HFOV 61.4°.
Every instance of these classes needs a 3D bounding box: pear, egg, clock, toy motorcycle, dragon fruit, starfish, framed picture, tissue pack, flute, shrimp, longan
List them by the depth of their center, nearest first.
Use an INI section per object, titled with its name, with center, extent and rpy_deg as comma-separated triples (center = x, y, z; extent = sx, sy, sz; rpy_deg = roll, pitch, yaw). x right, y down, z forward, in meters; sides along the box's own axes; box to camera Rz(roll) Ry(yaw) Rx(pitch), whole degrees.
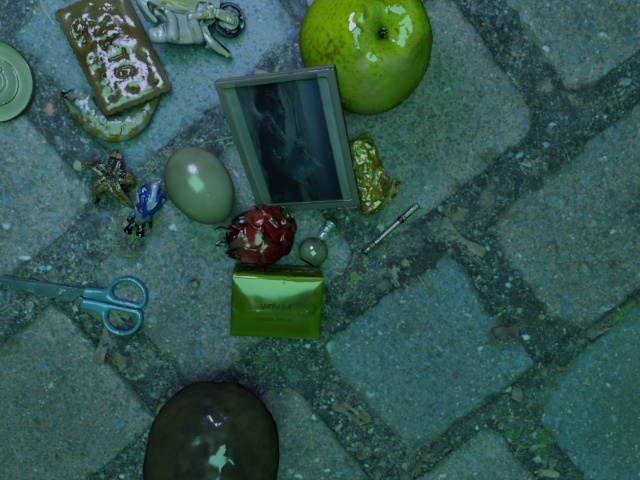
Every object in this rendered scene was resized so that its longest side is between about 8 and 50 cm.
[pear]
center = 0.123, -0.524, 1.451
extent = 0.390, 0.391, 0.392
rpy_deg = -1, 100, -4
[toy motorcycle]
center = -0.378, -0.628, 1.489
extent = 0.340, 0.108, 0.223
rpy_deg = 23, 100, -35
[framed picture]
center = -0.078, -0.259, 1.501
extent = 0.325, 0.028, 0.447
rpy_deg = -3, 132, 14
[clock]
center = -0.949, -0.461, 1.559
extent = 0.234, 0.029, 0.235
rpy_deg = -1, 100, -4
[egg]
center = -0.351, -0.158, 1.575
extent = 0.185, 0.186, 0.242
rpy_deg = -27, 107, 1
[shrimp]
center = -0.595, -0.383, 1.578
extent = 0.286, 0.068, 0.186
rpy_deg = -16, 99, -2
[dragon fruit]
center = -0.190, -0.010, 1.610
extent = 0.273, 0.192, 0.193
rpy_deg = -23, 112, 16
[longan]
center = -0.325, 0.646, 1.613
extent = 0.403, 0.404, 0.437
rpy_deg = 2, 77, -4
[starfish]
center = -0.629, -0.170, 1.615
extent = 0.146, 0.074, 0.190
rpy_deg = -28, 103, -5
[tissue pack]
center = -0.134, 0.183, 1.657
extent = 0.274, 0.167, 0.201
rpy_deg = 3, 103, -5
[flute]
center = 0.225, -0.037, 1.717
extent = 0.233, 0.027, 0.027
rpy_deg = -42, 100, 4

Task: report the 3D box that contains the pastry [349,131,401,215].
[pastry]
center = 0.147, -0.196, 1.645
extent = 0.154, 0.102, 0.250
rpy_deg = -23, 99, -4

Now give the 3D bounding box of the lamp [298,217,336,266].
[lamp]
center = 0.000, 0.000, 1.684
extent = 0.091, 0.091, 0.163
rpy_deg = 34, 83, -9

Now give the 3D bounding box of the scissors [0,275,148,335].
[scissors]
center = -0.771, 0.169, 1.682
extent = 0.446, 0.029, 0.193
rpy_deg = 14, 98, -7

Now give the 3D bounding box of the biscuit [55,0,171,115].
[biscuit]
center = -0.587, -0.538, 1.534
extent = 0.217, 0.044, 0.325
rpy_deg = -25, 96, -9

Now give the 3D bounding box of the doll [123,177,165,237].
[doll]
center = -0.530, -0.104, 1.635
extent = 0.095, 0.070, 0.195
rpy_deg = 20, 102, -38
